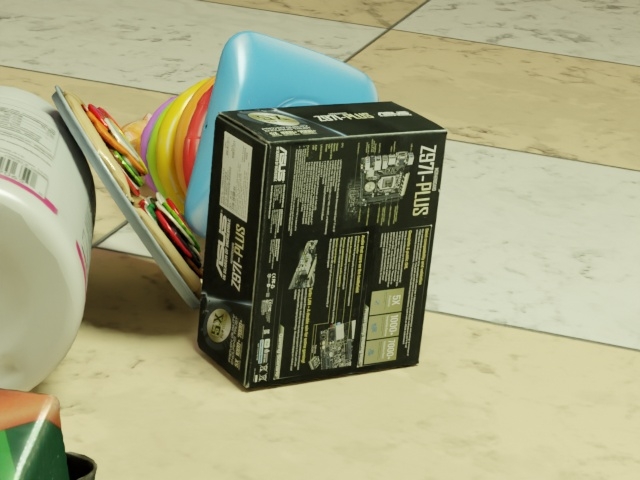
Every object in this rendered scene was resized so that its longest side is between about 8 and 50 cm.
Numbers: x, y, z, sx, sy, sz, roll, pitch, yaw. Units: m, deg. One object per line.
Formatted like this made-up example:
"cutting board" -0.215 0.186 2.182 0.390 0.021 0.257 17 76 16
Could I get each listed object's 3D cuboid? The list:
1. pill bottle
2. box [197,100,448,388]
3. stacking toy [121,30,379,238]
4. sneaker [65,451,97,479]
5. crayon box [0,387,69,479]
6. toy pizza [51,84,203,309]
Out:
"pill bottle" -0.239 -0.009 1.197 0.160 0.160 0.283 3 19 -6
"box" 0.000 0.000 1.202 0.147 0.180 0.077 -6 22 -30
"stacking toy" -0.097 -0.075 1.482 0.165 0.175 0.302 17 -7 -34
"sneaker" -0.192 0.168 0.764 0.083 0.118 0.222 20 24 35
"crayon box" -0.232 0.179 0.626 0.202 0.081 0.318 7 42 7
"toy pizza" -0.135 -0.036 1.279 0.032 0.201 0.201 -33 26 -2
